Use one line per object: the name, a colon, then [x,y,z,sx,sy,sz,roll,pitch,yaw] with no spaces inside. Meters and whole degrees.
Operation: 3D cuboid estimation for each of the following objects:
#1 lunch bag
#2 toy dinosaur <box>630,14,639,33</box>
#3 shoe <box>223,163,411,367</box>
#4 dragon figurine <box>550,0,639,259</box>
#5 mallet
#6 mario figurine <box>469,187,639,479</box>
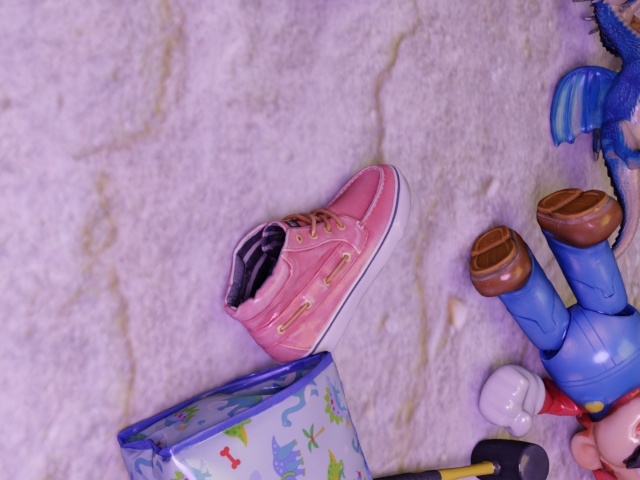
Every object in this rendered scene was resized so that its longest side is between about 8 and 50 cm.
lunch bag: [-0.035,0.155,0.670,0.151,0.096,0.128,-22,100,-32]
toy dinosaur: [0.365,-0.184,1.014,0.112,0.211,0.064,31,86,-31]
shoe: [0.000,0.000,0.739,0.081,0.063,0.178,47,61,-35]
dragon figurine: [0.276,-0.116,0.994,0.085,0.144,0.289,12,97,-43]
mallet: [0.101,0.183,0.816,0.190,0.062,0.039,1,84,-42]
mario figurine: [0.262,0.119,0.891,0.320,0.198,0.170,56,40,-18]
